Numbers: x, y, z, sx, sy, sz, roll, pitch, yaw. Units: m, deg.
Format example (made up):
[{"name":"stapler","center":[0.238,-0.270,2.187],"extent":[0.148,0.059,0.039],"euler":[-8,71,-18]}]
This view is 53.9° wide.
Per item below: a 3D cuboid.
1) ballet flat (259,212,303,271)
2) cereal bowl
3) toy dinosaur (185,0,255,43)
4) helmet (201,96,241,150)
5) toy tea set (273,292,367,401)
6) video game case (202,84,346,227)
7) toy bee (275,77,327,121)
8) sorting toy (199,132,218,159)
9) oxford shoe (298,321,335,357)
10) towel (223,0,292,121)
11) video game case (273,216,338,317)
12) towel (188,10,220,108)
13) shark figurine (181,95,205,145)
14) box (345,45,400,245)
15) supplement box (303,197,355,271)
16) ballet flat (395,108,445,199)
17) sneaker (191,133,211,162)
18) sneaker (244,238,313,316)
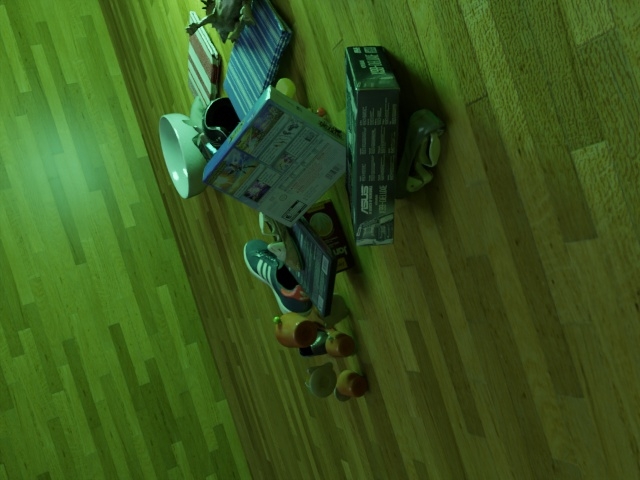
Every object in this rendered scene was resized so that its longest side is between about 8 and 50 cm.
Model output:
[{"name":"ballet flat","center":[-0.109,-0.010,1.568],"extent":[0.206,0.067,0.073],"euler":[68,154,8]},{"name":"cereal bowl","center":[-0.518,-0.343,2.498],"extent":[0.339,0.141,0.339],"euler":[49,148,45]},{"name":"toy dinosaur","center":[-0.227,-0.613,1.600],"extent":[0.295,0.127,0.200],"euler":[-36,35,40]},{"name":"helmet","center":[-0.283,-0.349,1.930],"extent":[0.161,0.169,0.169],"euler":[37,142,28]},{"name":"toy tea set","center":[0.000,0.308,1.730],"extent":[0.124,0.200,0.336],"euler":[1,113,57]},{"name":"video game case","center":[-0.088,-0.175,1.395],"extent":[0.269,0.244,0.061],"euler":[-43,33,33]},{"name":"toy bee","center":[-0.064,-0.279,1.541],"extent":[0.298,0.162,0.195],"euler":[-97,-3,-54]},{"name":"sorting toy","center":[-0.318,-0.248,2.117],"extent":[0.208,0.038,0.193],"euler":[39,162,30]},{"name":"oxford shoe","center":[-0.036,0.309,1.932],"extent":[0.271,0.098,0.097],"euler":[-26,82,67]},{"name":"towel","center":[-0.174,-0.475,1.672],"extent":[0.243,0.040,0.336],"euler":[61,142,33]},{"name":"video game case","center":[-0.044,0.033,1.574],"extent":[0.274,0.026,0.196],"euler":[52,148,39]},{"name":"towel","center":[-0.411,-0.595,2.207],"extent":[0.237,0.037,0.329],"euler":[61,154,26]},{"name":"shark figurine","center":[-0.398,-0.396,2.106],"extent":[0.278,0.116,0.166],"euler":[27,102,50]},{"name":"box","center":[0.092,-0.181,1.189],"extent":[0.242,0.076,0.307],"euler":[-94,2,-56]},{"name":"supplement box","center":[0.000,0.000,1.615],"extent":[0.188,0.104,0.081],"euler":[69,156,6]},{"name":"ballet flat","center":[0.179,-0.140,1.153],"extent":[0.068,0.072,0.213],"euler":[44,147,29]},{"name":"sneaker","center":[-0.355,-0.325,2.226],"extent":[0.227,0.087,0.130],"euler":[4,134,48]},{"name":"sneaker","center":[-0.123,0.077,1.948],"extent":[0.350,0.131,0.148],"euler":[46,139,36]}]
